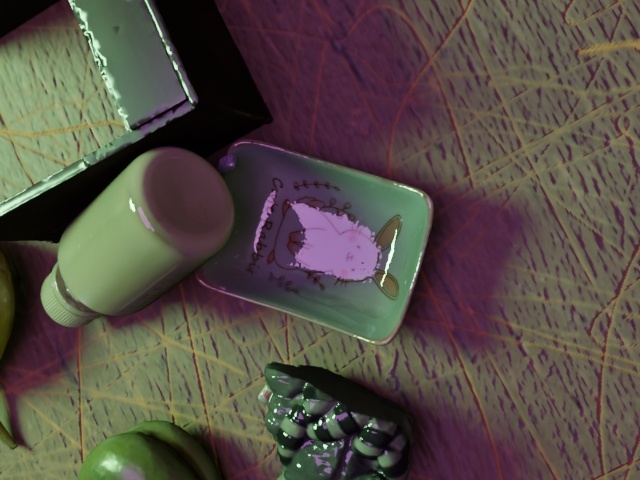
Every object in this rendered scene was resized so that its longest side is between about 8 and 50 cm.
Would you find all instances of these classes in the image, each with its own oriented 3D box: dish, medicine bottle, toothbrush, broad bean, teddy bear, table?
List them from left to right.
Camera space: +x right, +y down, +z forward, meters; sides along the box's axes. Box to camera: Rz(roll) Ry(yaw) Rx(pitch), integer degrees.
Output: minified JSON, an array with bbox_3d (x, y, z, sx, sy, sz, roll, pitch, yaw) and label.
[{"bbox_3d":[-0.245,-0.166,1.091,0.282,0.196,0.251,-27,84,15],"label":"table"},{"bbox_3d":[-0.190,0.012,1.082,0.252,0.114,0.114,-35,79,44],"label":"medicine bottle"},{"bbox_3d":[-0.184,0.308,1.129,0.189,0.121,0.263,26,112,10],"label":"broad bean"},{"bbox_3d":[-0.132,-0.058,1.109,0.167,0.011,0.014,-19,59,49],"label":"toothbrush"},{"bbox_3d":[0.000,0.000,1.080,0.212,0.077,0.151,17,93,17],"label":"dish"},{"bbox_3d":[0.015,0.247,1.047,0.171,0.144,0.251,8,96,2],"label":"teddy bear"}]

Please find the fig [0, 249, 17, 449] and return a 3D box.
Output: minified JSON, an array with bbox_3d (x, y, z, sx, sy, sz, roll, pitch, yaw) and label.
[{"bbox_3d":[-0.377,0.107,1.175,0.159,0.159,0.257,-17,105,16],"label":"fig"}]
